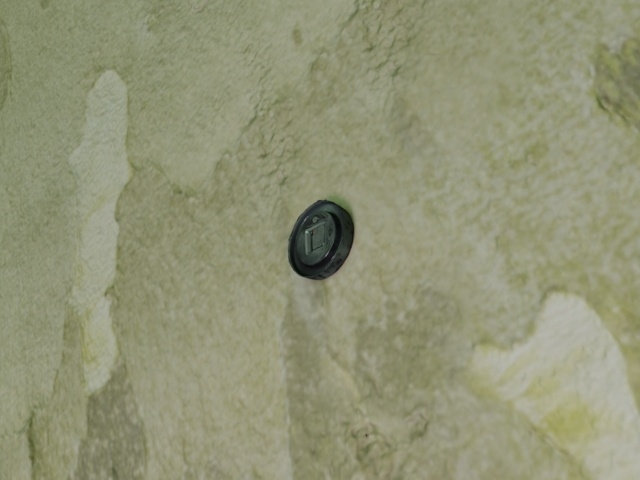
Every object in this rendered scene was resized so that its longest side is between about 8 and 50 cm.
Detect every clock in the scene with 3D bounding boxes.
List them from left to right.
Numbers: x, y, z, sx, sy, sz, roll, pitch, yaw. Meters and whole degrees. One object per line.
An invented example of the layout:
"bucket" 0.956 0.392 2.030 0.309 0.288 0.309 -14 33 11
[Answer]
"clock" 0.000 0.000 0.953 0.085 0.017 0.085 -23 56 40
